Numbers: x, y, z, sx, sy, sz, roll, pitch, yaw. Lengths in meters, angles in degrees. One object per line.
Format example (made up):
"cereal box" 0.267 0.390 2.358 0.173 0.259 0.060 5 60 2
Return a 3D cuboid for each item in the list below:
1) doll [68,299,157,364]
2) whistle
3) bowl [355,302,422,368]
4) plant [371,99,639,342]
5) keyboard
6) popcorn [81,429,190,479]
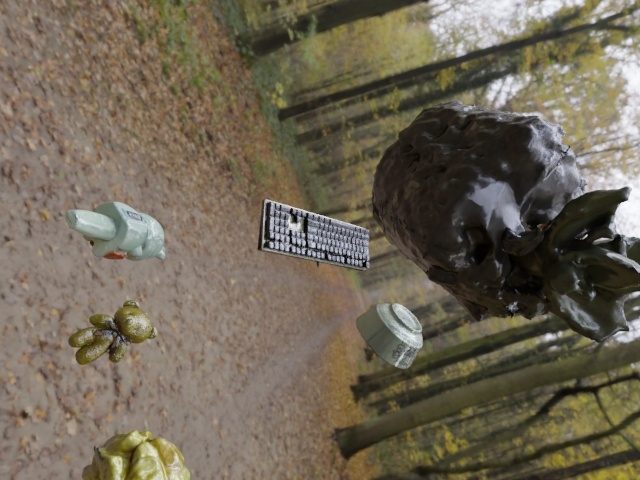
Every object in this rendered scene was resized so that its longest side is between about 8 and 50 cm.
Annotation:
"doll" -0.531 0.239 1.527 0.137 0.209 0.097 58 -35 3
"whistle" -0.369 -0.014 1.100 0.106 0.101 0.253 -69 159 -2
"bowl" 0.217 0.260 1.733 0.211 0.112 0.211 35 21 -15
"plant" 0.211 -0.014 0.665 0.215 0.213 0.312 42 5 -42
"keyboard" 0.000 0.000 1.162 0.317 0.027 0.106 13 77 -50
"popcorn" -0.413 0.551 1.300 0.215 0.286 0.252 15 50 -34
